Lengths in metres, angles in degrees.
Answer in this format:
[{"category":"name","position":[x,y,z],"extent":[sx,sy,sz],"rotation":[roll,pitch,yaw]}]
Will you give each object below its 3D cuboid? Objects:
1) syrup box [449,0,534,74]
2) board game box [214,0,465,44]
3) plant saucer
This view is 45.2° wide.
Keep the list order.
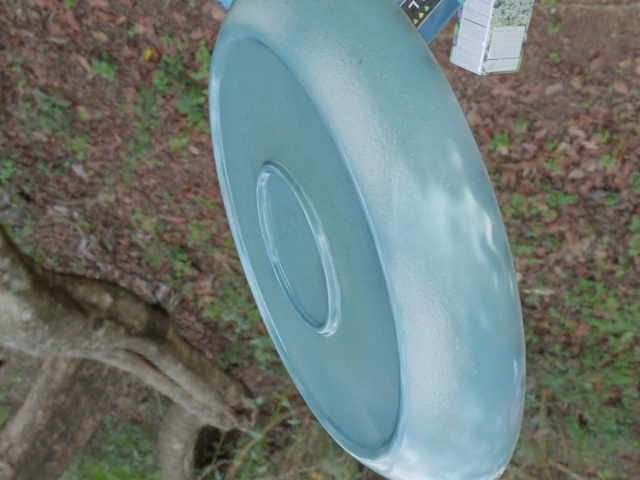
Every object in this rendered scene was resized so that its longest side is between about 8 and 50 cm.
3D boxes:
[{"category":"syrup box","position":[0.309,-0.420,1.350],"extent":[0.093,0.237,0.096],"rotation":[-11,-148,-26]},{"category":"board game box","position":[-0.001,-0.322,0.805],"extent":[0.336,0.254,0.079],"rotation":[38,-175,-33]},{"category":"plant saucer","position":[0.000,0.000,0.441],"extent":[0.043,0.318,0.317],"rotation":[-20,169,-19]}]
